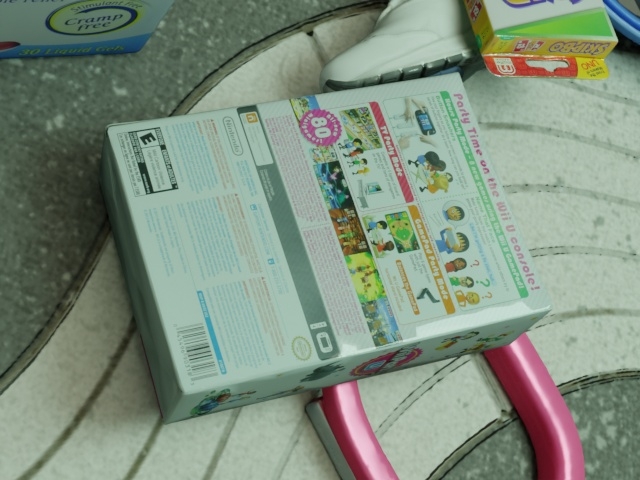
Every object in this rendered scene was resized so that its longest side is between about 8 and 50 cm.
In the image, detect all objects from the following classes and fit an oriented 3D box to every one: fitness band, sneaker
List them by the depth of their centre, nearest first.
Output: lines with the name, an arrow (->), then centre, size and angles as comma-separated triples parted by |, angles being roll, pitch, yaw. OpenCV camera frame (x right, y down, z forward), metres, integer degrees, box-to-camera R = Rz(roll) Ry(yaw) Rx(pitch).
fitness band -> 0.111, 0.155, 1.006 | 0.209, 0.054, 0.290 | -30, 91, -27
sneaker -> 0.104, -0.199, 1.072 | 0.297, 0.111, 0.129 | -31, 79, -33

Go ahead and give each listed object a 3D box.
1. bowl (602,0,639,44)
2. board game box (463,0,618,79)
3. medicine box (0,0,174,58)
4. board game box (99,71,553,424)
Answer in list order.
bowl -> 0.414, -0.357, 1.154 | 0.391, 0.077, 0.391 | 0, 88, 5
board game box -> 0.176, -0.256, 1.053 | 0.124, 0.039, 0.259 | -2, 64, -21
medicine box -> -0.228, -0.243, 0.820 | 0.264, 0.289, 0.149 | -7, 81, -24
board game box -> 0.000, 0.000, 0.929 | 0.303, 0.097, 0.224 | -11, 68, -19
